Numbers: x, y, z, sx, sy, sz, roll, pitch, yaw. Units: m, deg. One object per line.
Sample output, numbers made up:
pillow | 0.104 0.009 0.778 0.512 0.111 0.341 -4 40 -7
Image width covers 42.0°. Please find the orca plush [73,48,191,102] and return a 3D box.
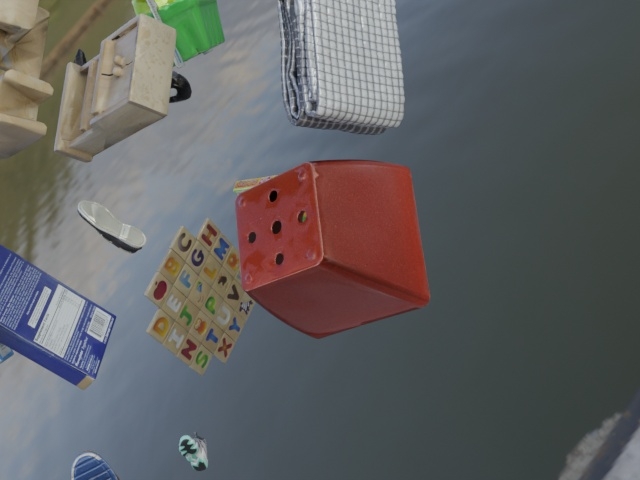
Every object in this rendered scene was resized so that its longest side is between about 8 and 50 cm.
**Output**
orca plush | -0.446 -0.406 1.966 0.102 0.287 0.151 102 -167 -49

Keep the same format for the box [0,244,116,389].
box | -0.407 0.103 1.190 0.036 0.225 0.136 -39 26 27

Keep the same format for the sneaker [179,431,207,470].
sneaker | -0.248 0.397 1.630 0.038 0.098 0.069 -13 36 6

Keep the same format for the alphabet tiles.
alphabet tiles | -0.258 0.129 1.856 0.011 0.342 0.285 11 64 33

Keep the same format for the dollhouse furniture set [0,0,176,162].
dollhouse furniture set | -0.461 -0.290 1.275 0.256 0.394 0.362 -17 64 45

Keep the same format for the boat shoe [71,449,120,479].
boat shoe | -0.334 0.392 1.281 0.066 0.183 0.066 -20 22 -9

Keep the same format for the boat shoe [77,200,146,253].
boat shoe | -0.349 -0.020 1.375 0.038 0.125 0.046 -39 29 40

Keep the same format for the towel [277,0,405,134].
towel | 0.035 -0.353 1.626 0.121 0.235 0.284 -16 77 51

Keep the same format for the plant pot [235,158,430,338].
plant pot | 0.000 0.000 1.448 0.267 0.235 0.267 -21 65 35

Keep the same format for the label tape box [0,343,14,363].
label tape box | -0.930 0.244 1.933 0.333 0.241 0.106 -27 6 -2

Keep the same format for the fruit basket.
fruit basket | -0.332 -0.510 1.626 0.165 0.353 0.327 -29 15 12

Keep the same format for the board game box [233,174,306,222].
board game box | -0.077 -0.051 1.888 0.124 0.259 0.039 -6 49 32
